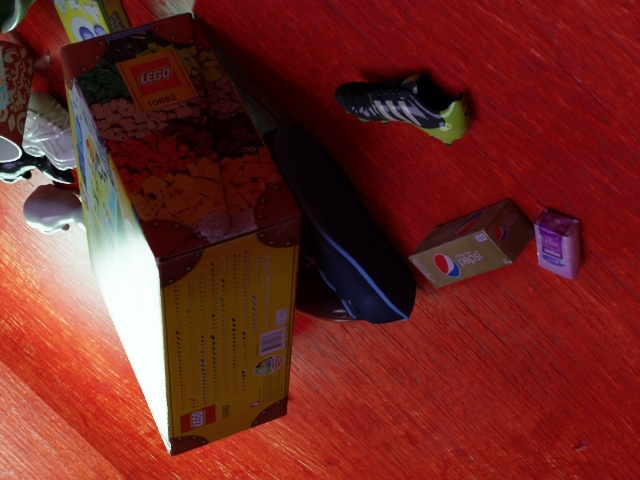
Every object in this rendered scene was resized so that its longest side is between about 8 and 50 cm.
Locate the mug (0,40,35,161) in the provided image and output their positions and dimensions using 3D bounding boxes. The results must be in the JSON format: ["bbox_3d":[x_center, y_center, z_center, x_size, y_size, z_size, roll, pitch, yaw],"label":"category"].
[{"bbox_3d":[-0.537,-0.227,2.138,0.150,0.169,0.113,1,158,16],"label":"mug"}]

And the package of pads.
[{"bbox_3d":[0.283,0.005,1.577,0.050,0.032,0.083,22,147,30],"label":"package of pads"}]

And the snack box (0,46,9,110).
[{"bbox_3d":[-0.528,-0.313,1.827,0.187,0.060,0.322,36,153,13],"label":"snack box"}]

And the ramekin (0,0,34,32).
[{"bbox_3d":[-0.467,-0.444,1.788,0.303,0.148,0.303,32,151,20],"label":"ramekin"}]

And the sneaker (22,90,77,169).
[{"bbox_3d":[-0.443,-0.191,2.203,0.232,0.090,0.115,13,138,43],"label":"sneaker"}]

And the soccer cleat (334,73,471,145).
[{"bbox_3d":[0.096,-0.167,1.555,0.178,0.060,0.072,19,136,27],"label":"soccer cleat"}]

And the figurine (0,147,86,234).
[{"bbox_3d":[-0.478,-0.093,2.389,0.209,0.092,0.215,11,140,44],"label":"figurine"}]

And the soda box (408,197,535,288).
[{"bbox_3d":[0.189,0.006,1.670,0.058,0.061,0.181,47,153,-11],"label":"soda box"}]

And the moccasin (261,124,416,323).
[{"bbox_3d":[0.000,0.000,1.811,0.116,0.138,0.342,-16,119,35],"label":"moccasin"}]

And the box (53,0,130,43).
[{"bbox_3d":[-0.319,-0.298,1.917,0.105,0.043,0.179,18,145,34],"label":"box"}]

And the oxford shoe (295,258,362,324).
[{"bbox_3d":[-0.036,0.029,1.973,0.271,0.097,0.098,32,146,19],"label":"oxford shoe"}]

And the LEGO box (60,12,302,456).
[{"bbox_3d":[-0.192,0.005,1.842,0.500,0.193,0.372,95,151,-53],"label":"LEGO box"}]
